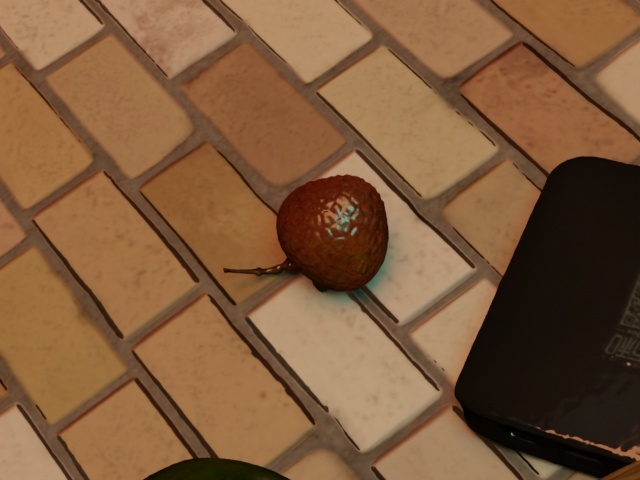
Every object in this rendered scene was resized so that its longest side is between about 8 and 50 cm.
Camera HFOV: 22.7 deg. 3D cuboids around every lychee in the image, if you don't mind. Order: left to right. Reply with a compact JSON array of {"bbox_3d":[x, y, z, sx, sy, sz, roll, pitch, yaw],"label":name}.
[{"bbox_3d":[0.004,-0.005,1.439,0.114,0.140,0.101,32,59,-10],"label":"lychee"}]

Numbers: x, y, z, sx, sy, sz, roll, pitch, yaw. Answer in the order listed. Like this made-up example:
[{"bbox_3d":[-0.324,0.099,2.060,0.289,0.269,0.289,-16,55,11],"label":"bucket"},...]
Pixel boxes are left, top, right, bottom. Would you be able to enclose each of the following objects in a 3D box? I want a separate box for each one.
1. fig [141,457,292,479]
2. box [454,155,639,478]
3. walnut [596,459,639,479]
[{"bbox_3d":[-0.063,0.262,1.245,0.244,0.195,0.195,-9,45,-36],"label":"fig"},{"bbox_3d":[0.287,0.073,1.318,0.290,0.073,0.289,15,61,24],"label":"box"},{"bbox_3d":[0.284,0.282,1.068,0.313,0.252,0.277,17,63,14],"label":"walnut"}]
